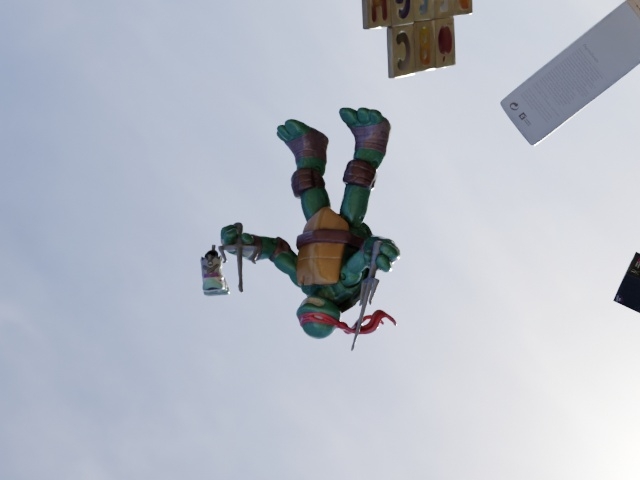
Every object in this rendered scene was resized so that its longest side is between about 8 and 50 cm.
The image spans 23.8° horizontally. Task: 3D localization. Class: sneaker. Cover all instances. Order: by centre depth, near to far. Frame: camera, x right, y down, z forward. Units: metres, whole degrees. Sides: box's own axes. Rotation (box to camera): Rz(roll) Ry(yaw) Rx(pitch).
[{"bbox_3d":[-0.147,0.040,2.116,0.098,0.038,0.069,108,158,-80],"label":"sneaker"}]

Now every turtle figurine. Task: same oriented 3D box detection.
[{"bbox_3d":[0.000,0.000,1.370,0.118,0.175,0.234,54,-141,-59],"label":"turtle figurine"}]

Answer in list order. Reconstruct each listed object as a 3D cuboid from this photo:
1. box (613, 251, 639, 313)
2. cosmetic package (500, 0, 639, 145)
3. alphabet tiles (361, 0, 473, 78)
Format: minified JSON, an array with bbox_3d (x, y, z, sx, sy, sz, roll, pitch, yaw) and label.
[{"bbox_3d":[0.460,0.067,2.111,0.083,0.062,0.052,26,-134,11],"label":"box"},{"bbox_3d":[0.368,-0.238,2.090,0.085,0.231,0.117,52,-152,-1],"label":"cosmetic package"},{"bbox_3d":[0.110,-0.360,1.703,0.011,0.342,0.285,3,-168,28],"label":"alphabet tiles"}]
